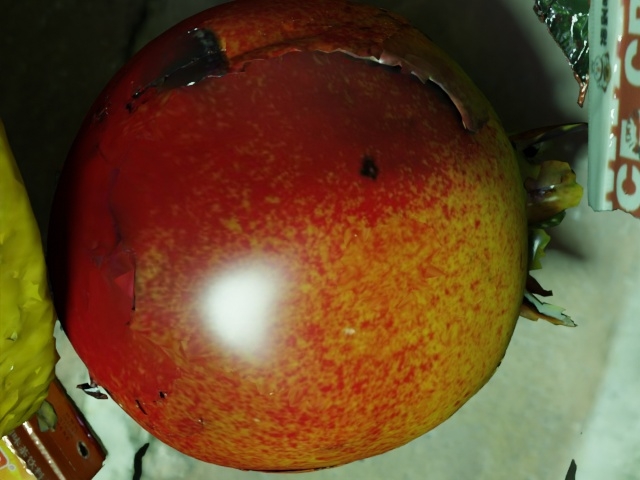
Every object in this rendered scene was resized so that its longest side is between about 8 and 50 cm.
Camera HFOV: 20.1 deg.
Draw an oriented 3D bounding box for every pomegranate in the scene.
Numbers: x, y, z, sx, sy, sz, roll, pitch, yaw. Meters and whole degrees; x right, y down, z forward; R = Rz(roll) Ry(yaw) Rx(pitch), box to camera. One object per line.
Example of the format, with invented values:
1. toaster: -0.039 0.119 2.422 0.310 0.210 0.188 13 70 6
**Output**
1. pomegranate: 0.000 0.000 0.772 0.235 0.210 0.210 -3 114 -18

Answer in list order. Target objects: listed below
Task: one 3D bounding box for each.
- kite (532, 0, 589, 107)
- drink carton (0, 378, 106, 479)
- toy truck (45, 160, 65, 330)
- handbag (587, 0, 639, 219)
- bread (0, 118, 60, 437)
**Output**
1. kite: 0.086 -0.171 0.781 0.189 0.009 0.232 -29 101 24
2. drink carton: -0.234 0.134 0.963 0.223 0.071 0.096 -27 100 24
3. toy truck: -0.125 0.003 0.901 0.024 0.032 0.083 13 115 6
4. handbag: 0.247 -0.080 0.705 0.298 0.151 0.171 9 107 23
5. bread: -0.271 -0.048 0.746 0.215 0.398 0.398 -23 108 -22
